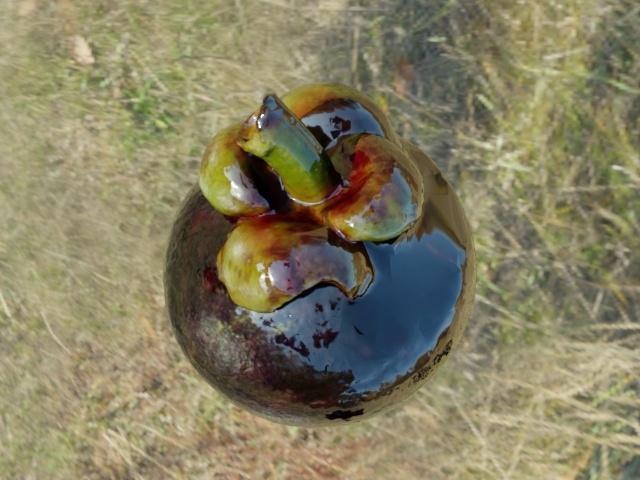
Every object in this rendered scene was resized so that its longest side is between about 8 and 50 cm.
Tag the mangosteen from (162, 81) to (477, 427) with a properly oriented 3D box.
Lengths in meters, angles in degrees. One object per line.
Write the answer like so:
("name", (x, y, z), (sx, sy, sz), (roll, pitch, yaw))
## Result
("mangosteen", (0.000, 0.000, 0.675), (0.194, 0.194, 0.231), (-26, 144, -21))
